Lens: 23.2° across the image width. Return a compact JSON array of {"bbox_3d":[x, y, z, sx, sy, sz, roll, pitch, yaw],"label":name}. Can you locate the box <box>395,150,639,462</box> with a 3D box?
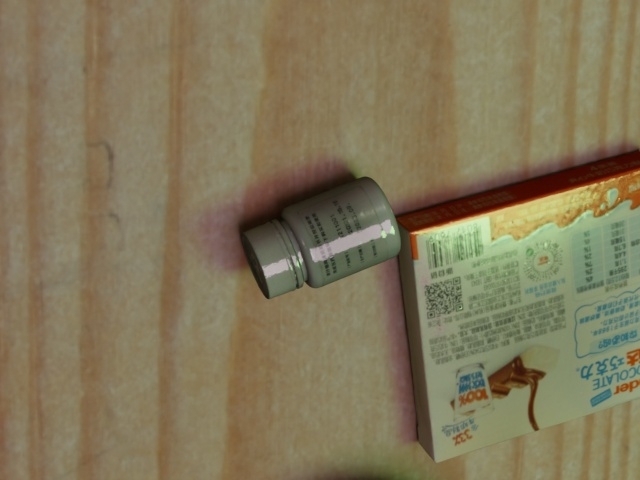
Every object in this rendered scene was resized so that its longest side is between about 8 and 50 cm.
[{"bbox_3d":[0.216,0.066,1.543,0.273,0.048,0.264,-15,117,-16],"label":"box"}]

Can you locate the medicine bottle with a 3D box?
[{"bbox_3d":[0.000,0.000,1.413,0.130,0.080,0.080,-22,118,-10],"label":"medicine bottle"}]
